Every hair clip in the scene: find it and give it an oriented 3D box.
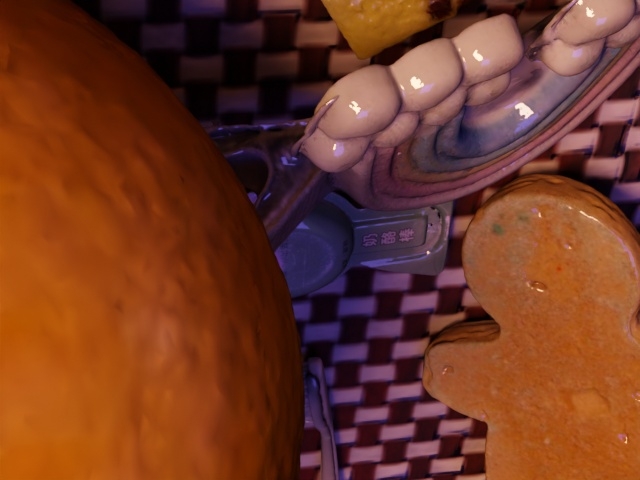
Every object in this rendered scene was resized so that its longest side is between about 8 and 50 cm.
[{"bbox_3d":[0.052,-0.055,0.574,0.220,0.054,0.140,-24,160,-16],"label":"hair clip"}]

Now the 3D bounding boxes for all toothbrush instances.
[{"bbox_3d":[0.006,0.165,0.802,0.024,0.021,0.288,-5,132,5],"label":"toothbrush"}]

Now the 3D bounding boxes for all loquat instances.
[{"bbox_3d":[-0.163,0.058,0.469,0.328,0.328,0.328,-7,132,-8],"label":"loquat"}]

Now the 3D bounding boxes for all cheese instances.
[{"bbox_3d":[0.000,0.000,0.651,0.121,0.026,0.067,-5,132,-10],"label":"cheese"}]

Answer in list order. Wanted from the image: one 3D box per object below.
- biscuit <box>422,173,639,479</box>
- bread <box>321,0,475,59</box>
[{"bbox_3d":[0.123,0.074,0.696,0.153,0.030,0.234,-2,118,27],"label":"biscuit"},{"bbox_3d":[0.090,-0.151,0.525,0.226,0.049,0.088,-27,131,10],"label":"bread"}]
